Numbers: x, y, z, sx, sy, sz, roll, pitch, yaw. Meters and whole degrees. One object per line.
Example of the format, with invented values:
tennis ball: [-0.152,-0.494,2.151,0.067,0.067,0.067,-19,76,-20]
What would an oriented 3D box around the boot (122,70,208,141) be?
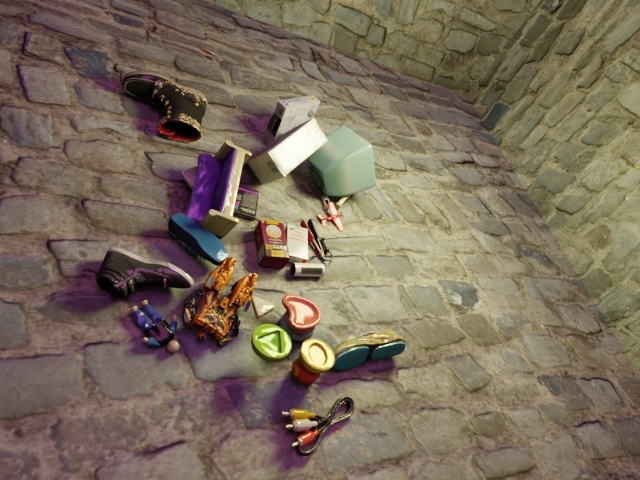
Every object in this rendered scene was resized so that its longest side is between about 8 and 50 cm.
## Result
boot: [-0.694,-0.593,1.925,0.377,0.138,0.284,13,47,-28]

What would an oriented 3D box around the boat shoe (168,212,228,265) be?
boat shoe: [-0.446,0.005,1.583,0.258,0.089,0.109,44,36,8]

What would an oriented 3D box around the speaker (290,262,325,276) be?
speaker: [-0.052,0.119,1.740,0.136,0.055,0.055,5,51,-28]

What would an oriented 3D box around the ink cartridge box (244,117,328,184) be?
ink cartridge box: [-0.167,-0.401,1.979,0.309,0.272,0.130,-45,112,-29]

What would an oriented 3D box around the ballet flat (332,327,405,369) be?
ballet flat: [0.158,0.393,1.598,0.349,0.123,0.123,-3,55,-32]

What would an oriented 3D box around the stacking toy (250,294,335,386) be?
stacking toy: [-0.120,0.337,1.471,0.280,0.130,0.309,12,37,-23]

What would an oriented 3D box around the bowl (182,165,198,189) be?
bowl: [-0.489,-0.241,1.793,0.142,0.053,0.142,48,44,14]

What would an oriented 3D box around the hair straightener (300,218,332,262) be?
hair straightener: [0.000,0.000,1.878,0.089,0.047,0.230,-14,61,-38]

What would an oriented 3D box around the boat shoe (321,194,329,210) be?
boat shoe: [0.028,-0.188,2.068,0.035,0.035,0.100,14,48,-20]

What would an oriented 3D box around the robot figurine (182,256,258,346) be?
robot figurine: [-0.329,0.204,1.447,0.211,0.085,0.291,38,49,-19]

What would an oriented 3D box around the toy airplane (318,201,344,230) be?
toy airplane: [0.051,-0.103,2.011,0.151,0.028,0.151,17,58,-29]

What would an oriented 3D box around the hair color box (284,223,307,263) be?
hair color box: [-0.104,0.018,1.798,0.093,0.053,0.167,15,48,-18]

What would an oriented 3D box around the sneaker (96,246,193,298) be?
sneaker: [-0.570,0.135,1.387,0.296,0.104,0.147,19,47,-7]

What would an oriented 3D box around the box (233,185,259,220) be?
box: [-0.327,-0.163,1.839,0.116,0.029,0.162,16,45,-17]

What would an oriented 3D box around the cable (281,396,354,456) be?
cable: [0.011,0.580,1.364,0.287,0.072,0.139,-3,60,-33]

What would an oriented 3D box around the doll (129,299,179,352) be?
doll: [-0.504,0.270,1.343,0.189,0.046,0.129,45,45,12]

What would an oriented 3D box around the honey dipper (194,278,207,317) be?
honey dipper: [-0.400,0.202,1.479,0.030,0.030,0.160,20,48,-15]

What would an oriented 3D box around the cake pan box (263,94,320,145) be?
cake pan box: [-0.147,-0.598,2.170,0.070,0.245,0.267,45,46,17]

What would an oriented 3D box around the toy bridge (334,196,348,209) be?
toy bridge: [0.131,-0.216,2.134,0.026,0.063,0.188,39,44,5]

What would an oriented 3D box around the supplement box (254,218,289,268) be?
supplement box: [-0.196,0.013,1.726,0.104,0.081,0.188,6,51,-27]

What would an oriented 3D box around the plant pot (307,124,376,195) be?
plant pot: [0.086,-0.354,2.073,0.252,0.248,0.247,-30,48,-14]

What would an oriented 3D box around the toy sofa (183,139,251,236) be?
toy sofa: [-0.401,-0.212,1.686,0.177,0.150,0.362,22,56,-27]
